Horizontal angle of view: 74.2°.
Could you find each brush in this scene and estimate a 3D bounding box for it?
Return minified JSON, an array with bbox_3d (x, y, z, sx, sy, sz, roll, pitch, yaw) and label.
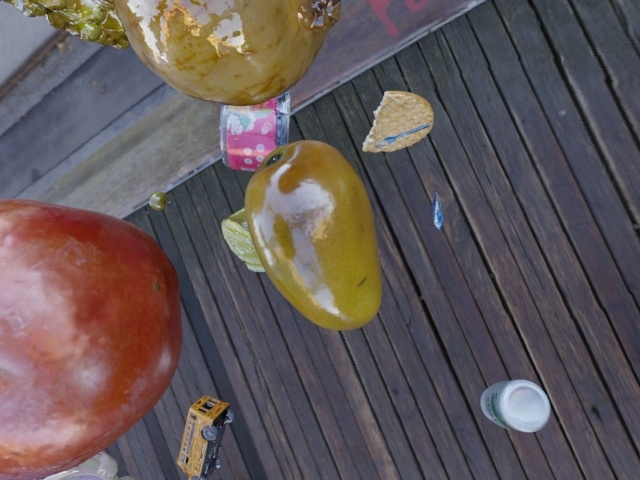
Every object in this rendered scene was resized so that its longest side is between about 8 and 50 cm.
[{"bbox_3d":[0.234,-0.299,1.202,0.164,0.051,0.014,-21,113,3],"label":"brush"}]

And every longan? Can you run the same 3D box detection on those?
[{"bbox_3d":[-0.629,-0.154,1.661,0.083,0.075,0.075,12,101,-3],"label":"longan"}]

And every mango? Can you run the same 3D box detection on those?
[{"bbox_3d":[0.000,0.000,0.662,0.173,0.211,0.317,-18,98,35],"label":"mango"}]

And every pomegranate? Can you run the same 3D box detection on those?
[{"bbox_3d":[-0.085,-0.259,0.416,0.248,0.248,0.248,2,96,23],"label":"pomegranate"}]

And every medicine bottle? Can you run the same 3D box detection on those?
[{"bbox_3d":[0.330,0.285,0.733,0.080,0.130,0.080,-1,69,1],"label":"medicine bottle"}]

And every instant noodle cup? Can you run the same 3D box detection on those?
[{"bbox_3d":[-0.173,-0.286,1.151,0.182,0.258,0.302,1,121,-5],"label":"instant noodle cup"}]

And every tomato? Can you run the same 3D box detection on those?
[{"bbox_3d":[-0.218,0.072,0.353,0.188,0.232,0.232,-32,83,12],"label":"tomato"}]

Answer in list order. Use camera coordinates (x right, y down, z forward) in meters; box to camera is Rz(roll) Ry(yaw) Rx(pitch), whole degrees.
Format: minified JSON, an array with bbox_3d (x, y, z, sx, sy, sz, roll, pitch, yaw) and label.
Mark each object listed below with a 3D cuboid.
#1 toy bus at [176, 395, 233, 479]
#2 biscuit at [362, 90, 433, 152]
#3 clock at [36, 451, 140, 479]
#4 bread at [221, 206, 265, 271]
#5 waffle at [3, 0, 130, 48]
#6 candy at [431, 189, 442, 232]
[{"bbox_3d":[-0.267,0.459,0.960,0.088,0.083,0.194,18,102,15],"label":"toy bus"},{"bbox_3d":[0.256,-0.364,1.360,0.205,0.309,0.040,0,71,-8],"label":"biscuit"},{"bbox_3d":[-0.572,0.619,0.945,0.114,0.284,0.309,-18,118,48],"label":"clock"},{"bbox_3d":[-0.152,-0.007,1.158,0.257,0.124,0.186,8,130,51],"label":"bread"},{"bbox_3d":[-0.385,-0.345,0.585,0.069,0.260,0.293,-59,36,20],"label":"waffle"},{"bbox_3d":[0.398,-0.104,1.451,0.038,0.088,0.136,-3,118,17],"label":"candy"}]
